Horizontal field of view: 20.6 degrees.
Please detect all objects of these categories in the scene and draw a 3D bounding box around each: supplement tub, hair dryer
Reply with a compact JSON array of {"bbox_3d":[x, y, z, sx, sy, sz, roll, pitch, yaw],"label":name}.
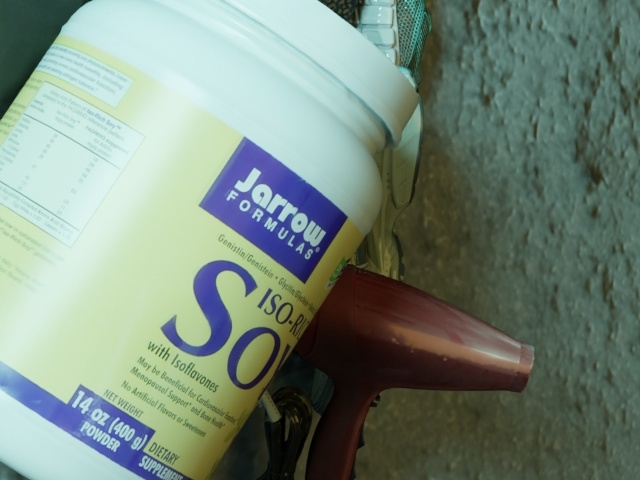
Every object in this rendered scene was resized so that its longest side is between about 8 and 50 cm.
[{"bbox_3d":[-0.109,-0.006,1.131,0.241,0.241,0.331,37,83,-35],"label":"supplement tub"},{"bbox_3d":[0.018,0.119,1.310,0.080,0.293,0.224,-85,151,-61],"label":"hair dryer"}]

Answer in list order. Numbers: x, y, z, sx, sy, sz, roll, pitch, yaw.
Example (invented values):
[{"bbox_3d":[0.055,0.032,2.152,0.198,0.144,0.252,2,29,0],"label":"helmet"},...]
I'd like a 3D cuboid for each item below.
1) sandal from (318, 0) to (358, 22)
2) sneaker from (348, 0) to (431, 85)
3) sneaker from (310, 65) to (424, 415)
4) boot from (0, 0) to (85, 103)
[{"bbox_3d":[0.008,-0.226,1.351,0.067,0.040,0.179,26,89,-28],"label":"sandal"},{"bbox_3d":[0.056,-0.191,1.397,0.076,0.065,0.167,-2,100,-55],"label":"sneaker"},{"bbox_3d":[0.000,0.000,1.356,0.122,0.110,0.283,3,105,-8],"label":"sneaker"},{"bbox_3d":[-0.213,-0.204,1.155,0.112,0.115,0.305,30,94,-47],"label":"boot"}]
